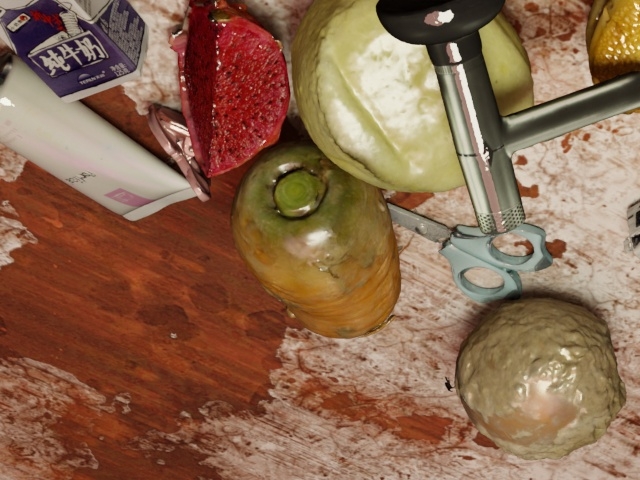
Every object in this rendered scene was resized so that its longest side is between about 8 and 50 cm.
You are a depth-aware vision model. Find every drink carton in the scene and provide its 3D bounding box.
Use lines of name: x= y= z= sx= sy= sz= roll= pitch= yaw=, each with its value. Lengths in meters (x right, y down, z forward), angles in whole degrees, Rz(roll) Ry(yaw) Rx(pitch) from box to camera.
drink carton: x=-0.350 y=-0.304 z=1.921 sx=0.134 sy=0.102 sz=0.222 roll=-15 pitch=139 yaw=25

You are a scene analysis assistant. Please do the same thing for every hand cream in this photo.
hand cream: x=-0.364 y=-0.138 z=2.115 sx=0.185 sy=0.118 sz=0.358 roll=-21 pitch=134 yaw=42

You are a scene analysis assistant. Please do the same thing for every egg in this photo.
egg: x=0.344 y=0.216 z=2.254 sx=0.279 sy=0.279 sz=0.310 roll=18 pitch=171 yaw=-10

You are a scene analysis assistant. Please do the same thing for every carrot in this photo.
carrot: x=0.000 y=0.000 z=2.072 sx=0.224 sy=0.224 sz=0.341 roll=-2 pitch=157 yaw=11

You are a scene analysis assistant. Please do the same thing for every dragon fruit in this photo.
dragon fruit: x=-0.126 y=-0.242 z=1.967 sx=0.126 sy=0.161 sz=0.274 roll=-14 pitch=130 yaw=-25

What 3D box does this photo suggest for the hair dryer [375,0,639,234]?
hair dryer: x=0.249 y=-0.207 z=1.719 sx=0.284 sy=0.155 sz=0.320 roll=-35 pitch=116 yaw=-15

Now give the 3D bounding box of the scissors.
scissors: x=0.185 y=-0.006 z=2.210 sx=0.360 sy=0.029 sz=0.191 roll=23 pitch=136 yaw=-16

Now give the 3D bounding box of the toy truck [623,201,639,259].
toy truck: x=0.561 y=0.036 z=2.126 sx=0.242 sy=0.125 sz=0.101 roll=38 pitch=130 yaw=-26

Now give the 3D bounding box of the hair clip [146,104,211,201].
hair clip: x=-0.204 y=-0.130 z=2.097 sx=0.138 sy=0.123 sz=0.102 roll=19 pitch=107 yaw=-18

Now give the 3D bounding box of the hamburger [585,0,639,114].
hamburger: x=0.487 y=-0.261 z=1.795 sx=0.289 sy=0.170 sz=0.314 roll=20 pitch=137 yaw=-7

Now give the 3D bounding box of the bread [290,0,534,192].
bread: x=0.115 y=-0.214 z=1.866 sx=0.320 sy=0.237 sz=0.321 roll=-6 pitch=122 yaw=-10
